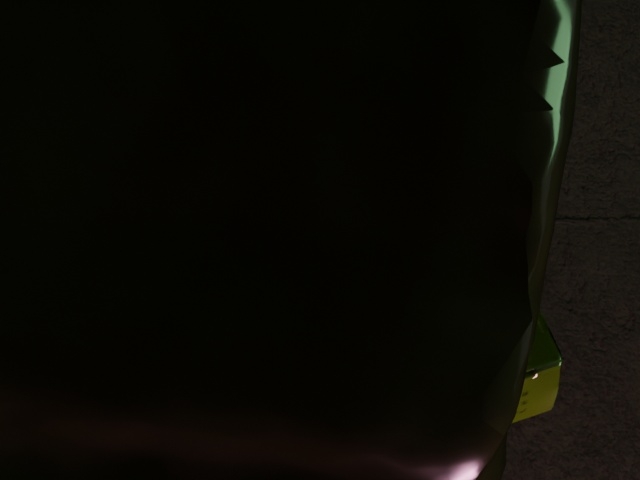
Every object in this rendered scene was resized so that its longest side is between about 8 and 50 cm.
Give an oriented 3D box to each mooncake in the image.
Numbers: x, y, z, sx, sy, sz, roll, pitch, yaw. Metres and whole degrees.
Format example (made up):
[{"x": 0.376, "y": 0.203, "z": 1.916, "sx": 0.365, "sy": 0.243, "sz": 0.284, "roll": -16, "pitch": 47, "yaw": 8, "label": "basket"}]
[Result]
[{"x": -0.042, "y": -0.056, "z": 0.506, "sx": 0.324, "sy": 0.187, "sz": 0.324, "roll": 1, "pitch": 90, "yaw": -90, "label": "mooncake"}]

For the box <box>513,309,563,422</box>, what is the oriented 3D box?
[{"x": -0.001, "y": 0.000, "z": 1.066, "sx": 0.062, "sy": 0.175, "sz": 0.260, "roll": 88, "pitch": -18, "yaw": -59, "label": "box"}]
